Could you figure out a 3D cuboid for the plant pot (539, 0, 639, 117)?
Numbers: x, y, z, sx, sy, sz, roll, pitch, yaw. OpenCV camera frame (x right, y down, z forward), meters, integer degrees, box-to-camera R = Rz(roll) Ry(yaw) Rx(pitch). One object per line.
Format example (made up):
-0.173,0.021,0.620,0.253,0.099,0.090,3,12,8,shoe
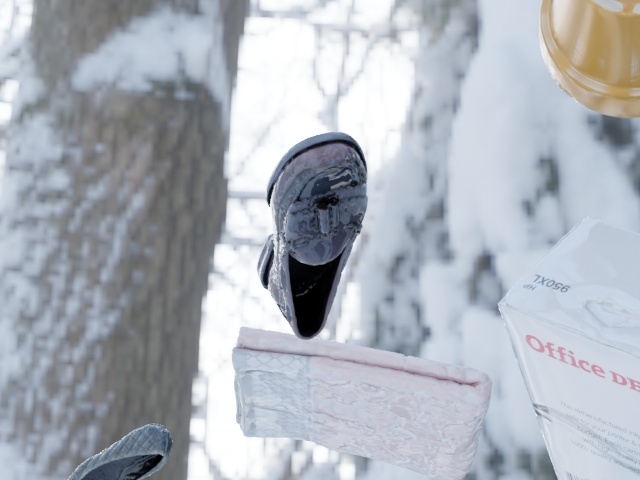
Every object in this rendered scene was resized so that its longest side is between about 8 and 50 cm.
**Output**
0.336,-0.260,2.041,0.205,0.205,0.188,-3,-18,7,plant pot

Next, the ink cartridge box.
0.390,0.198,2.063,0.285,0.166,0.395,20,-36,43,ink cartridge box

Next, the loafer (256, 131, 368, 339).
0.000,0.000,1.939,0.109,0.095,0.302,-12,-26,-15,loafer

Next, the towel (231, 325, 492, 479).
0.046,0.209,2.365,0.317,0.053,0.332,11,-23,4,towel

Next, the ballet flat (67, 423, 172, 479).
-0.235,0.264,2.118,0.173,0.049,0.057,-41,-70,19,ballet flat
